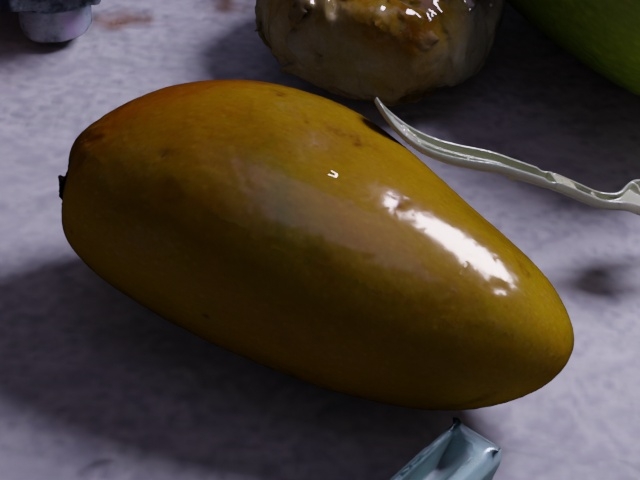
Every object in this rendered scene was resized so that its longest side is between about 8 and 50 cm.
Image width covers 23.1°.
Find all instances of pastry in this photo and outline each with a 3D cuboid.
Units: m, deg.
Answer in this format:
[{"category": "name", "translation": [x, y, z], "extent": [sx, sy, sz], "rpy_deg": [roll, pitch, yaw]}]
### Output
[{"category": "pastry", "translation": [0.034, -0.140, 0.937], "extent": [0.153, 0.081, 0.153], "rpy_deg": [-2, 39, 2]}]

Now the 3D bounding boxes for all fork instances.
[{"category": "fork", "translation": [0.116, -0.033, 0.776], "extent": [0.219, 0.028, 0.034], "rpy_deg": [21, 34, -27]}]

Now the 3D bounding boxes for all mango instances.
[{"category": "mango", "translation": [0.000, 0.000, 0.728], "extent": [0.253, 0.113, 0.138], "rpy_deg": [23, 38, 14]}]

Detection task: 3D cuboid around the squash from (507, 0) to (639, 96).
[{"category": "squash", "translation": [0.196, -0.216, 0.932], "extent": [0.210, 0.234, 0.309], "rpy_deg": [-21, 45, -27]}]

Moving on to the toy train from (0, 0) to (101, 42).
[{"category": "toy train", "translation": [-0.176, -0.280, 0.917], "extent": [0.131, 0.300, 0.202], "rpy_deg": [-4, 31, -6]}]

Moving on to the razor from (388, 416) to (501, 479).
[{"category": "razor", "translation": [0.004, 0.124, 0.564], "extent": [0.111, 0.056, 0.278], "rpy_deg": [32, 19, 17]}]
